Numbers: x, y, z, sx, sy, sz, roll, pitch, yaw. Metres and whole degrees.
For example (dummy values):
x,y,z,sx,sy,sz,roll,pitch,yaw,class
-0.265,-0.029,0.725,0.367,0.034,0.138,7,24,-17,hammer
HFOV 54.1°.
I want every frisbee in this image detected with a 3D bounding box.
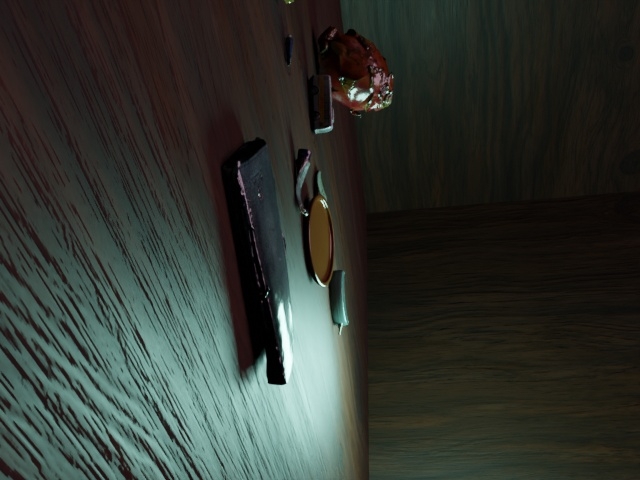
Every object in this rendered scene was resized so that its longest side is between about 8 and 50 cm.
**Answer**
x,y,z,sx,sy,sz,roll,pitch,yaw,class
0.000,0.000,1.697,0.251,0.021,0.251,-3,90,-73,frisbee

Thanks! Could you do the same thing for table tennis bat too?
x,y,z,sx,sy,sz,roll,pitch,yaw,class
-0.001,-0.094,1.875,0.301,0.022,0.174,-86,168,-55,table tennis bat

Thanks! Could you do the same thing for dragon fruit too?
x,y,z,sx,sy,sz,roll,pitch,yaw,class
0.106,-0.576,2.147,0.314,0.250,0.251,26,46,-29,dragon fruit

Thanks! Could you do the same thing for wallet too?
x,y,z,sx,sy,sz,roll,pitch,yaw,class
-0.089,0.034,1.035,0.191,0.046,0.379,-78,161,-69,wallet

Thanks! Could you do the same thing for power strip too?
x,y,z,sx,sy,sz,roll,pitch,yaw,class
0.061,0.204,2.072,0.137,0.044,0.216,35,51,-80,power strip

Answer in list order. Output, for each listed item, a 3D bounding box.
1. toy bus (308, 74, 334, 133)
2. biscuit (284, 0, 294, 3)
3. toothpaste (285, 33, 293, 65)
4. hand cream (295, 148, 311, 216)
x,y,z,sx,sy,sz,roll,pitch,yaw,class
0.003,-0.409,1.884,0.057,0.072,0.172,43,43,-85,toy bus
-0.097,-0.651,1.397,0.212,0.041,0.239,-93,175,-59,biscuit
-0.076,-0.464,1.522,0.027,0.019,0.083,127,-35,-64,toothpaste
-0.045,-0.143,1.532,0.062,0.038,0.163,60,32,-77,hand cream
